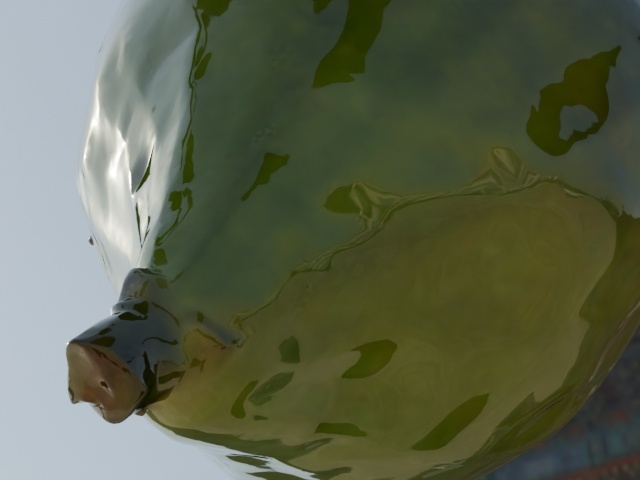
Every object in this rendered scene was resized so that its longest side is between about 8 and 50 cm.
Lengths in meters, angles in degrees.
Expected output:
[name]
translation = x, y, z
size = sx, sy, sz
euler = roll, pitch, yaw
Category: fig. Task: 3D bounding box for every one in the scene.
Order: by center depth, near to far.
[fig]
translation = -0.006, 0.000, 0.669
size = 0.233, 0.314, 0.233
euler = 22, -41, 21

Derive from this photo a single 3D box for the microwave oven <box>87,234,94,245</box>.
[microwave oven]
translation = 0.000, 0.000, 0.983
size = 0.208, 0.122, 0.162
euler = 40, -33, 13
